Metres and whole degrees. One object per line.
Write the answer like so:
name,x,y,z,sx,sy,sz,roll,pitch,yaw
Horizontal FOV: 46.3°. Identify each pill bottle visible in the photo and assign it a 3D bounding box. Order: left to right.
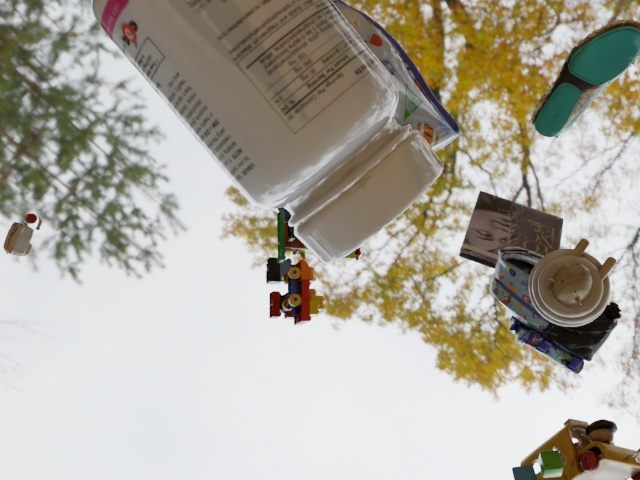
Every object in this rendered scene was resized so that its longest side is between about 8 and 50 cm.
pill bottle,-0.037,-0.128,0.622,0.160,0.283,0.160,-39,-174,5

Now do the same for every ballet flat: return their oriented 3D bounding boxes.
ballet flat,0.408,-0.260,1.160,0.241,0.091,0.077,-52,-173,47

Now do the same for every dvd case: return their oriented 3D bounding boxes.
dvd case,0.343,-0.008,1.326,0.164,0.018,0.221,20,-144,9

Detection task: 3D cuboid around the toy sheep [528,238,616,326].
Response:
toy sheep,0.264,0.049,0.791,0.091,0.132,0.091,-4,-105,14

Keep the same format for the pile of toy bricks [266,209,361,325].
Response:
pile of toy bricks,0.000,0.000,0.899,0.118,0.105,0.212,142,-50,-65

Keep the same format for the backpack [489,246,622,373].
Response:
backpack,0.313,0.087,1.058,0.117,0.173,0.158,-62,177,15

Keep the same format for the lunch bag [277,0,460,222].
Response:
lunch bag,-0.002,-0.255,1.328,0.328,0.385,0.239,-30,175,-45

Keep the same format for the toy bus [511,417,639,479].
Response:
toy bus,0.377,0.309,1.069,0.202,0.191,0.104,-16,-135,12

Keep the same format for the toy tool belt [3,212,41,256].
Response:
toy tool belt,-0.548,-0.012,1.363,0.051,0.052,0.083,8,-103,45
